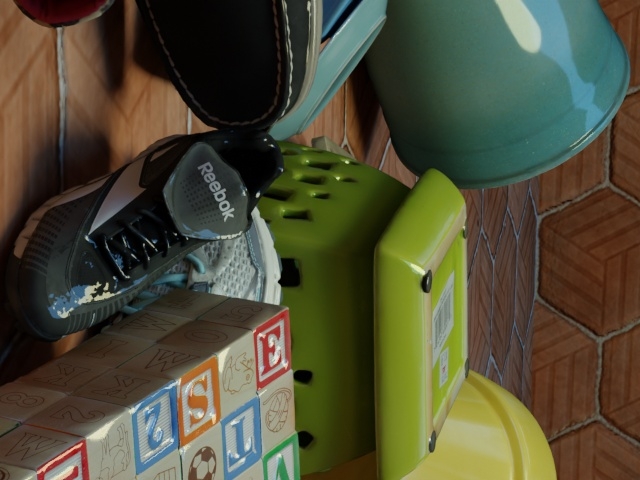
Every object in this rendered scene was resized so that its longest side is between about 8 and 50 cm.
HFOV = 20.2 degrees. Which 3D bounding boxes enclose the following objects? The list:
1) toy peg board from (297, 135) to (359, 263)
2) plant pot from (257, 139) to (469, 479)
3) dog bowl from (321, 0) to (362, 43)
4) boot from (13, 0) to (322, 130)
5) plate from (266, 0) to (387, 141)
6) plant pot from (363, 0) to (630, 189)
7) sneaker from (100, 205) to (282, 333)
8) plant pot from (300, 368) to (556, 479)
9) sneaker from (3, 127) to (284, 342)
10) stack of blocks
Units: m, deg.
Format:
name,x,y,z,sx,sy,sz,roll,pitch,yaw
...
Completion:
name,x,y,z,sx,sy,sz,roll,pitch,yaw
toy peg board,0.000,0.000,1.686,0.161,0.079,0.160,29,49,-75
plant pot,0.002,0.056,1.409,0.228,0.207,0.227,-51,143,-64
dog bowl,0.018,-0.239,1.538,0.166,0.074,0.297,-54,179,25
boot,-0.108,-0.195,1.058,0.284,0.138,0.377,-64,150,-58
plate,0.011,-0.148,1.550,0.188,0.024,0.188,-54,180,0
plant pot,0.157,-0.237,1.866,0.255,0.272,0.271,60,33,-41
sneaker,-0.100,0.078,1.222,0.122,0.110,0.283,22,70,-69
plant pot,0.056,0.215,1.633,0.239,0.254,0.254,33,60,-55
sneaker,-0.101,-0.016,1.115,0.234,0.106,0.078,-41,109,-49
stack of blocks,-0.124,0.158,1.036,0.297,0.087,0.171,-31,124,-54
